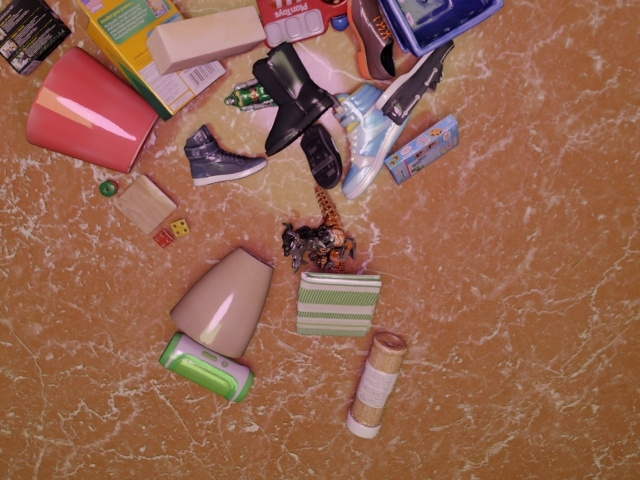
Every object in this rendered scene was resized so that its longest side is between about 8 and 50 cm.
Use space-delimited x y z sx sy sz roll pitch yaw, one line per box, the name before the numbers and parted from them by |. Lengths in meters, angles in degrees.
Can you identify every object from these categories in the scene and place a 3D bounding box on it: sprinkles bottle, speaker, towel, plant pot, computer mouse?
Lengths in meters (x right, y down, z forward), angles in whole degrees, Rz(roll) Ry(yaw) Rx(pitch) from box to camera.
sprinkles bottle | 0.188 0.492 1.566 0.121 0.121 0.356 13 108 -6
speaker | -0.373 0.419 1.522 0.296 0.131 0.131 32 105 -12
towel | 0.050 0.205 1.430 0.247 0.038 0.325 2 140 -2
plant pot | 0.267 -0.609 1.140 0.236 0.212 0.236 -30 107 8
plant pot | -0.575 -0.315 1.206 0.243 0.275 0.275 28 106 -21
plant pot | -0.267 0.165 1.392 0.256 0.256 0.274 33 89 -12
computer mouse | 0.020 -0.283 1.264 0.184 0.060 0.262 -39 74 36

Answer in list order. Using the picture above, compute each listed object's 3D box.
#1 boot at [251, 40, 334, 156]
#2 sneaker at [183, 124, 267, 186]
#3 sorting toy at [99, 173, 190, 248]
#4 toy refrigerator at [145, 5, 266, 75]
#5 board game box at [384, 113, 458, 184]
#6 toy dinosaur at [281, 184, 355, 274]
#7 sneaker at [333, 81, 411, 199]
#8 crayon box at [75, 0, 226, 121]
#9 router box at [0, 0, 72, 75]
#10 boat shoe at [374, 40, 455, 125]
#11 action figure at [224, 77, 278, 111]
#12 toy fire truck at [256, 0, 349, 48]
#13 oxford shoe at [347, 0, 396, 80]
boot | -0.110 -0.369 1.217 0.246 0.094 0.207 -36 95 31
sneaker | -0.275 -0.254 1.312 0.226 0.086 0.163 -11 112 3
sorting toy | -0.510 -0.103 1.377 0.132 0.046 0.274 -41 105 11
toy refrigerator | -0.281 -0.500 1.142 0.269 0.102 0.094 -30 105 -31
board game box | 0.288 -0.249 1.299 0.211 0.160 0.039 -33 73 9
toy dinosaur | 0.000 0.000 1.403 0.218 0.164 0.322 -11 91 -13
sneaker | 0.094 -0.289 1.295 0.208 0.127 0.319 28 96 -13
crayon box | -0.422 -0.494 1.157 0.203 0.083 0.323 -50 115 -24
router box | -0.774 -0.547 1.216 0.179 0.046 0.133 -37 106 10
boat shoe | 0.266 -0.421 1.217 0.091 0.114 0.302 44 79 -2
action figure | -0.157 -0.412 1.278 0.232 0.063 0.137 -15 112 7
toy fire truck | -0.028 -0.644 1.164 0.302 0.169 0.254 -15 135 2
oxford shoe | 0.142 -0.543 1.178 0.097 0.098 0.271 -44 135 -24
